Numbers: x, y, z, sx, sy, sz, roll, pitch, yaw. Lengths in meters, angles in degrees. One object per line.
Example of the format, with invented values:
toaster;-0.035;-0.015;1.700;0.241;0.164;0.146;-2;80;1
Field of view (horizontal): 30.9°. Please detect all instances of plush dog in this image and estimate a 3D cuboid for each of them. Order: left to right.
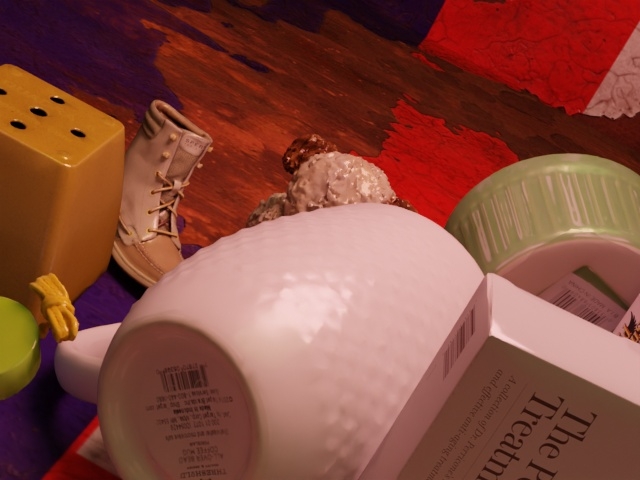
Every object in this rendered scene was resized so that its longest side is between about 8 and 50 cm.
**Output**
plush dog;0.000;0.000;1.339;0.262;0.225;0.211;40;28;23

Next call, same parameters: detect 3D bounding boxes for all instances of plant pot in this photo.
plant pot;-0.316;-0.054;1.178;0.212;0.187;0.212;28;26;1

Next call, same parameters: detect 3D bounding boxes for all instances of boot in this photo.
boot;-0.175;-0.048;1.320;0.077;0.165;0.213;19;23;-49

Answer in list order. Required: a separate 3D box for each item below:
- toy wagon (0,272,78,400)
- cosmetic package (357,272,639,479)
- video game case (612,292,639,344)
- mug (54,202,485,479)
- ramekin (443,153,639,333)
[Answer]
toy wagon;-0.332;0.109;0.788;0.344;0.068;0.267;-15;47;-22
cosmetic package;0.162;0.246;0.872;0.284;0.377;0.097;24;28;-6
video game case;0.441;0.171;1.431;0.270;0.244;0.061;8;33;-35
mug;-0.068;0.115;1.053;0.374;0.276;0.328;4;10;31
ramekin;0.306;0.055;1.467;0.303;0.303;0.148;20;34;-15
